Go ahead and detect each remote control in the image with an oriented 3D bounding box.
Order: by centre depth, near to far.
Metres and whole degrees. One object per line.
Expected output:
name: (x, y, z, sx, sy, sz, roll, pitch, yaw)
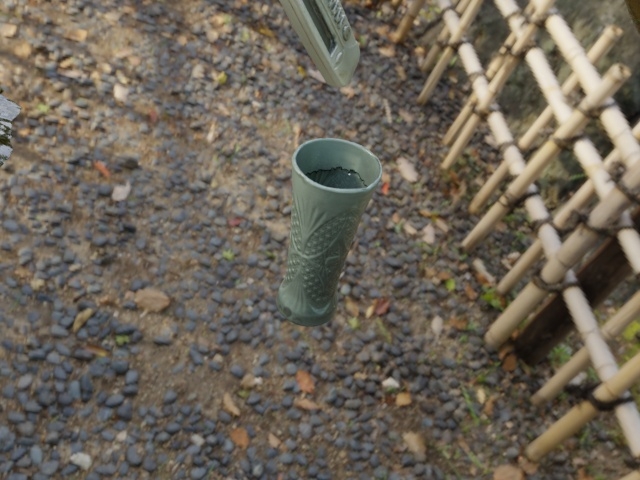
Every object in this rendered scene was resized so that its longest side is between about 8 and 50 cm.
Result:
remote control: (-0.003, -0.318, 1.159, 0.049, 0.230, 0.090, 14, 68, 28)

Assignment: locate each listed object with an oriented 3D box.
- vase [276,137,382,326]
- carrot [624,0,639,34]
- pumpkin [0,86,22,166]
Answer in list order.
vase: (0.000, 0.000, 0.900, 0.096, 0.219, 0.096, 7, 41, -6)
carrot: (0.437, -0.293, 1.013, 0.173, 0.082, 0.082, 48, 34, -38)
pumpkin: (-0.442, -0.154, 0.825, 0.248, 0.125, 0.131, 2, 35, 2)
